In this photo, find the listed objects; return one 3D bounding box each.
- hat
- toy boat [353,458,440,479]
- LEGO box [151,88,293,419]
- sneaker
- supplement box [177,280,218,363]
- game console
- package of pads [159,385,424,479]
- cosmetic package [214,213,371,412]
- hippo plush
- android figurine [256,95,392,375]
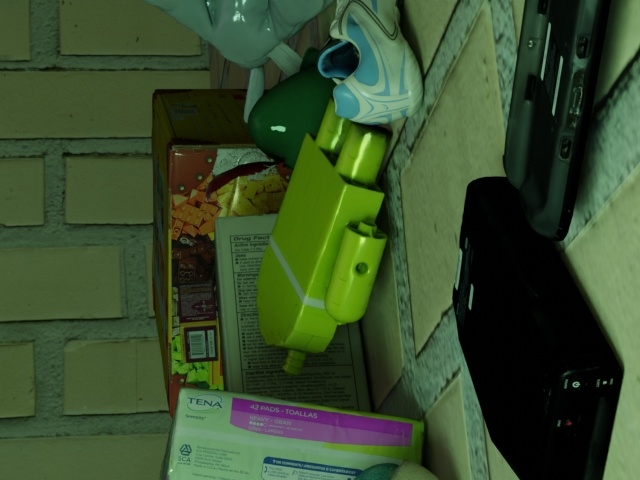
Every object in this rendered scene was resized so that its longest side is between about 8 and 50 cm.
[{"bbox_3d":[-0.074,-0.119,1.678,0.208,0.183,0.173,138,119,-72],"label":"hat"},{"bbox_3d":[0.009,0.337,1.186,0.267,0.148,0.318,-62,-16,-47],"label":"toy boat"},{"bbox_3d":[-0.134,0.002,2.140,0.500,0.193,0.373,-121,31,-73],"label":"LEGO box"},{"bbox_3d":[0.035,-0.187,1.358,0.237,0.086,0.085,-100,11,-53],"label":"sneaker"},{"bbox_3d":[-0.139,0.092,1.703,0.083,0.043,0.055,-101,9,-54],"label":"supplement box"},{"bbox_3d":[0.134,-0.025,0.866,0.213,0.044,0.361,-107,17,-56],"label":"game console"},{"bbox_3d":[-0.033,0.229,1.397,0.296,0.229,0.101,114,164,-66],"label":"package of pads"},{"bbox_3d":[-0.034,0.125,1.642,0.129,0.153,0.296,97,170,-54],"label":"cosmetic package"},{"bbox_3d":[-0.064,-0.345,1.789,0.294,0.234,0.237,45,-137,-34],"label":"hippo plush"},{"bbox_3d":[0.000,0.000,1.497,0.248,0.056,0.273,-126,51,-65],"label":"android figurine"}]
